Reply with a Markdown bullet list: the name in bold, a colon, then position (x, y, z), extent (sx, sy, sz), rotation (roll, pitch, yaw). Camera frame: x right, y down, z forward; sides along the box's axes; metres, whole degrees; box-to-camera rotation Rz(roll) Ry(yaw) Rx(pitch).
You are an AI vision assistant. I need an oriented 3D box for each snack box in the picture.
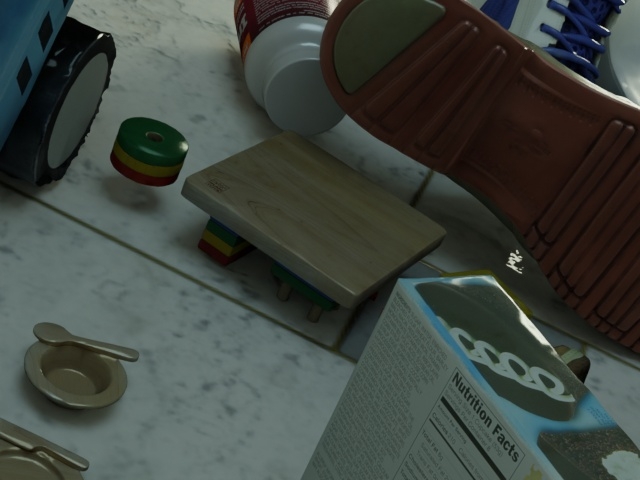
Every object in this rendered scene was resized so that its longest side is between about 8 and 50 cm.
- **snack box**: position (0.095, 0.185, 0.582), extent (0.060, 0.187, 0.322), rotation (0, 38, -36)

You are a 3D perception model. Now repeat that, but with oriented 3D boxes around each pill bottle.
- **pill bottle**: position (-0.019, -0.146, 1.121), extent (0.086, 0.086, 0.152), rotation (14, 31, -18)

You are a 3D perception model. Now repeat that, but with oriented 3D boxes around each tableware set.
- **tableware set**: position (-0.171, 0.076, 0.731), extent (0.141, 0.020, 0.169), rotation (21, 30, -7)

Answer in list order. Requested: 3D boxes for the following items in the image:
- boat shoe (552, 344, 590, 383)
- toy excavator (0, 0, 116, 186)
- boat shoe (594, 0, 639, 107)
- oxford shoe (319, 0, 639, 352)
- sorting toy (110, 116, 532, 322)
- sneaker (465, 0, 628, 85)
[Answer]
- **boat shoe**: position (0.091, 0.100, 0.839), extent (0.072, 0.068, 0.190), rotation (24, 28, 24)
- **toy excavator**: position (-0.260, -0.120, 0.740), extent (0.222, 0.433, 0.445), rotation (27, 2, 5)
- **boat shoe**: position (0.299, -0.117, 1.255), extent (0.156, 0.136, 0.367), rotation (17, 34, -12)
- **oxford shoe**: position (0.177, -0.054, 1.041), extent (0.397, 0.140, 0.146), rotation (41, 12, -6)
- **sorting toy**: position (0.000, 0.000, 0.944), extent (0.274, 0.046, 0.132), rotation (33, 31, 16)
- **sneaker**: position (0.199, -0.184, 1.180), extent (0.127, 0.315, 0.182), rotation (34, 30, -45)
